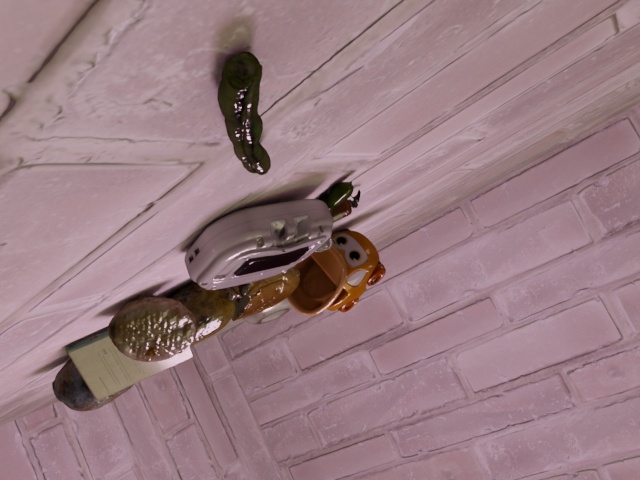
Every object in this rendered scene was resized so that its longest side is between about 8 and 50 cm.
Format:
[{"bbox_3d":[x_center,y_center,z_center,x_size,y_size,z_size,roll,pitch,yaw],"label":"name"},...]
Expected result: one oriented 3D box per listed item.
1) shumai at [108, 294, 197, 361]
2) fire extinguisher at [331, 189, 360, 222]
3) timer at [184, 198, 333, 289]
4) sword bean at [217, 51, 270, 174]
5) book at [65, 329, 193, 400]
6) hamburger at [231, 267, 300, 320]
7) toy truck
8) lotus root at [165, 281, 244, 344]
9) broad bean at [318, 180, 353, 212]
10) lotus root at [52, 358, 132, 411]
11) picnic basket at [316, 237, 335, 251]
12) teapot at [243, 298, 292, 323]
[{"bbox_3d":[-0.388,0.188,1.329,0.201,0.120,0.201,-8,128,-11],"label":"shumai"},{"bbox_3d":[0.015,-0.060,1.276,0.177,0.050,0.062,-27,-146,4],"label":"fire extinguisher"},{"bbox_3d":[-0.112,0.012,1.073,0.261,0.087,0.237,-12,164,-36],"label":"timer"},{"bbox_3d":[-0.075,-0.116,0.592,0.043,0.038,0.269,-1,171,-3],"label":"sword bean"},{"bbox_3d":[-0.499,0.299,1.530,0.282,0.025,0.215,-21,128,-16],"label":"book"},{"bbox_3d":[-0.171,0.128,1.633,0.211,0.133,0.309,-20,169,-28],"label":"hamburger"},{"bbox_3d":[0.043,0.101,1.792,0.288,0.204,0.211,-50,153,18],"label":"toy truck"},{"bbox_3d":[-0.292,0.168,1.445,0.278,0.154,0.154,-33,173,1],"label":"lotus root"},{"bbox_3d":[0.002,-0.056,1.187,0.227,0.039,0.069,-49,-163,37],"label":"broad bean"},{"bbox_3d":[-0.611,0.370,1.636,0.349,0.175,0.175,-34,172,9],"label":"lotus root"},{"bbox_3d":[0.000,0.000,1.547,0.065,0.083,0.083,-11,-145,-9],"label":"picnic basket"},{"bbox_3d":[-0.137,0.169,1.974,0.318,0.149,0.220,-25,166,-7],"label":"teapot"}]
